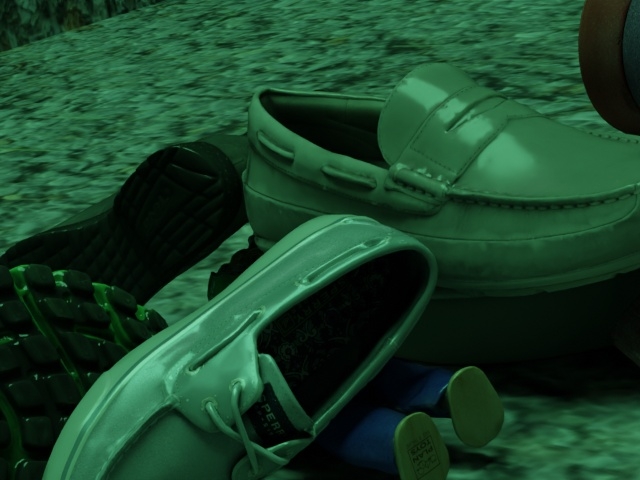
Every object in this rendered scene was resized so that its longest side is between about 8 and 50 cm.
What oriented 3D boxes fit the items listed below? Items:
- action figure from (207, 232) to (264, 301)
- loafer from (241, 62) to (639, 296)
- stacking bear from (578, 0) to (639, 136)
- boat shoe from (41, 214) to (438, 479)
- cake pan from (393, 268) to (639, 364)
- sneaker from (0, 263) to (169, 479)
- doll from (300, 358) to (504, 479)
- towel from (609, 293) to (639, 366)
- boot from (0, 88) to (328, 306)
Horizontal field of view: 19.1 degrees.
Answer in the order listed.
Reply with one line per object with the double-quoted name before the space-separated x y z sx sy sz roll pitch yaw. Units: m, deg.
"action figure" 0.000 0.000 1.264 0.137 0.063 0.232 -6 16 37
"loafer" 0.070 -0.037 1.012 0.319 0.111 0.112 1 22 45
"stacking bear" 0.332 -0.127 1.282 0.164 0.175 0.289 -21 24 -37
"boat shoe" -0.034 0.068 0.887 0.227 0.079 0.081 -44 23 -21
"cake pan" 0.142 0.003 1.135 0.293 0.054 0.293 -13 14 3
"sneaker" -0.221 0.100 0.937 0.343 0.134 0.146 -6 -16 -20
"doll" 0.002 0.084 0.960 0.129 0.046 0.189 -37 23 -27
"towel" 0.269 -0.050 0.861 0.329 0.037 0.237 -55 16 5
"boot" -0.095 -0.006 1.235 0.246 0.083 0.161 -32 -3 37
